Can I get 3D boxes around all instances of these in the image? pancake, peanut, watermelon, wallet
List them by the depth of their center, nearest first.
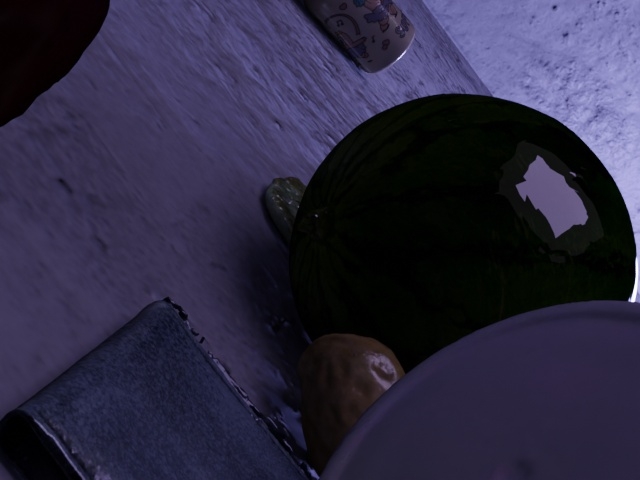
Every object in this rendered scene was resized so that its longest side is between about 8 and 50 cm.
[{"bbox_3d":[-0.043,0.139,0.499,0.222,0.036,0.167,51,19,-4],"label":"wallet"},{"bbox_3d":[0.051,0.140,0.642,0.193,0.089,0.089,52,18,-4],"label":"peanut"},{"bbox_3d":[0.099,0.012,0.746,0.242,0.242,0.242,46,19,-22],"label":"watermelon"},{"bbox_3d":[0.000,0.001,0.873,0.129,0.022,0.116,54,20,2],"label":"pancake"}]

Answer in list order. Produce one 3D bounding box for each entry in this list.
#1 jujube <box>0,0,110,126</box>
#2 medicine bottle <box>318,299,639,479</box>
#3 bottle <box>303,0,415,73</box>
[{"bbox_3d":[-0.223,-0.200,0.375,0.376,0.258,0.258,64,20,12],"label":"jujube"},{"bbox_3d":[0.148,0.200,0.464,0.302,0.241,0.241,56,15,-25],"label":"medicine bottle"},{"bbox_3d":[0.038,-0.337,1.445,0.209,0.110,0.097,44,20,-29],"label":"bottle"}]
